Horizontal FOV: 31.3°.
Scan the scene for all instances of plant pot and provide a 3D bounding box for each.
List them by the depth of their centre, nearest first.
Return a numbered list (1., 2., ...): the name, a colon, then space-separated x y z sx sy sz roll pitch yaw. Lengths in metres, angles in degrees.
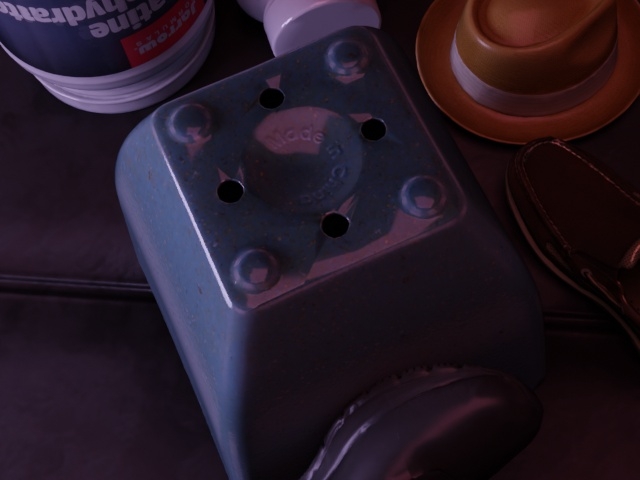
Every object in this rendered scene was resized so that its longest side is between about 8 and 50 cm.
1. plant pot: 0.000 0.000 0.761 0.247 0.252 0.247 -24 66 -6

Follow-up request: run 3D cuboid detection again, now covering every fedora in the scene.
1. fedora: 0.173 -0.169 0.912 0.194 0.079 0.194 -2 67 4

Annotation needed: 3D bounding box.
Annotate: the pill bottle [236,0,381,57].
1. pill bottle: -0.025 -0.256 0.943 0.124 0.124 0.222 -17 67 -2

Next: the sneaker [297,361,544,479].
1. sneaker: 0.023 0.188 0.697 0.286 0.109 0.130 -38 40 13

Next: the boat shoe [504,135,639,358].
1. boat shoe: 0.231 0.011 0.820 0.095 0.095 0.257 -36 68 -10

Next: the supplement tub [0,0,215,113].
1. supplement tub: -0.183 -0.235 0.866 0.191 0.272 0.191 -2 67 4
